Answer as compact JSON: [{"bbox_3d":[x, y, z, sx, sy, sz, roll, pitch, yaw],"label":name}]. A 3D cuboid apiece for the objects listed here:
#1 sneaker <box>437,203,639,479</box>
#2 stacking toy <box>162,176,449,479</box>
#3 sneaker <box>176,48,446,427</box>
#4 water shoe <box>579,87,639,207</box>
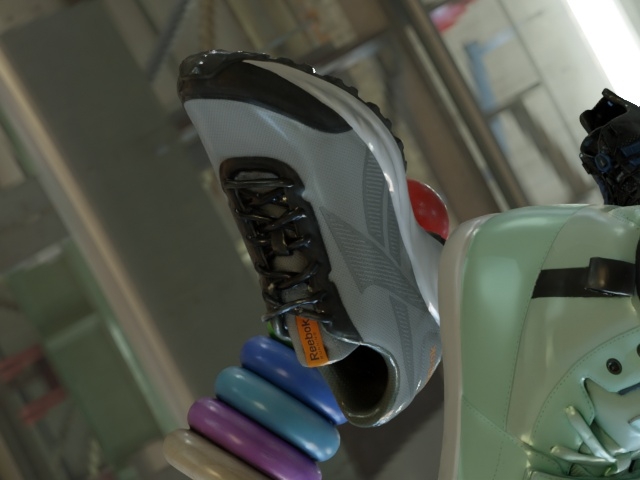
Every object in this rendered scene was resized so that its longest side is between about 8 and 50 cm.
[{"bbox_3d":[0.130,0.105,0.853,0.094,0.151,0.255,-3,-96,-37],"label":"sneaker"},{"bbox_3d":[0.001,0.086,1.650,0.141,0.330,0.141,31,172,5],"label":"stacking toy"},{"bbox_3d":[0.000,0.000,1.058,0.271,0.100,0.108,56,-129,-35],"label":"sneaker"},{"bbox_3d":[0.231,-0.046,1.433,0.080,0.073,0.203,32,-153,-12],"label":"water shoe"}]
